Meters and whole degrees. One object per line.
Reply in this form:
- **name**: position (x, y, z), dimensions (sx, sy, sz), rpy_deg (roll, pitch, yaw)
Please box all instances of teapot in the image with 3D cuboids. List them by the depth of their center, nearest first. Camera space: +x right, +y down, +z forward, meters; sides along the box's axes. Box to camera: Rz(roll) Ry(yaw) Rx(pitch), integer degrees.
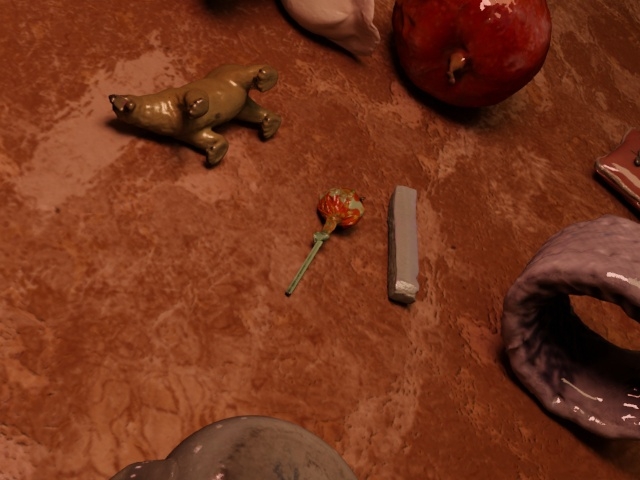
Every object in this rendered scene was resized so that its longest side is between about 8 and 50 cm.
- **teapot**: position (-0.052, 0.239, 0.749), dimensions (0.294, 0.129, 0.193), rpy_deg (26, 42, -17)

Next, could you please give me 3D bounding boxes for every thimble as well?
- **thimble**: position (0.340, 0.099, 1.091), dimensions (0.245, 0.217, 0.157), rpy_deg (48, 42, 0)

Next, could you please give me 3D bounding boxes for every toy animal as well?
- **toy animal**: position (-0.137, -0.156, 1.083), dimensions (0.101, 0.103, 0.219), rpy_deg (31, 39, 21)

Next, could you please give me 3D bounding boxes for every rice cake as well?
- **rice cake**: position (0.104, 0.003, 1.146), dimensions (0.042, 0.030, 0.180), rpy_deg (19, 44, -15)

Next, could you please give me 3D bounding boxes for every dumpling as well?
- **dumpling**: position (0.005, -0.364, 1.325), dimensions (0.229, 0.151, 0.124), rpy_deg (44, 76, 11)

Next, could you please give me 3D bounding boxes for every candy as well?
- **candy**: position (0.000, 0.000, 1.075), dimensions (0.056, 0.049, 0.184), rpy_deg (15, 44, 18)

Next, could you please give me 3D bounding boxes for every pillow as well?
- **pillow**: position (0.539, -0.102, 1.526), dimensions (0.171, 0.075, 0.179), rpy_deg (47, 43, 9)

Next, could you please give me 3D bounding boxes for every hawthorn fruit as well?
- **hawthorn fruit**: position (0.212, -0.290, 1.353), dimensions (0.242, 0.242, 0.271), rpy_deg (29, 45, -11)
